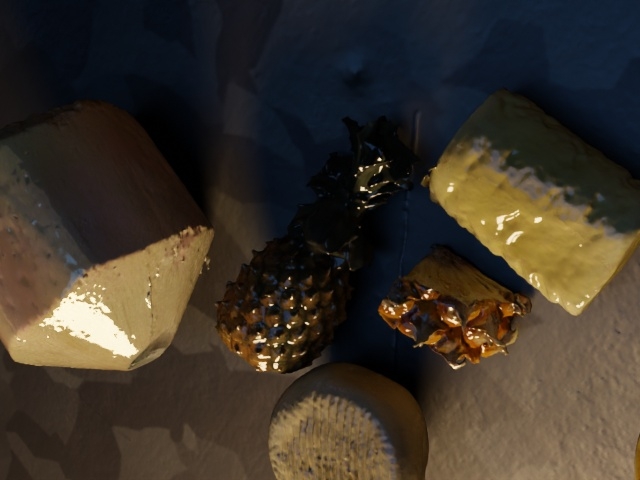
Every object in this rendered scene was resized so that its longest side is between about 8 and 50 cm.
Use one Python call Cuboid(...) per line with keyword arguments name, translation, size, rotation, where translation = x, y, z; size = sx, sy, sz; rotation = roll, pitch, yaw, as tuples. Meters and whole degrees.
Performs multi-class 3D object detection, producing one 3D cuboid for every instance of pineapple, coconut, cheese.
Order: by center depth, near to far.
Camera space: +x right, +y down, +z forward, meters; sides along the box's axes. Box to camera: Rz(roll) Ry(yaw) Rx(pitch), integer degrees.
Cuboid(name="cheese", translation=(0.177, -0.032, 0.904), size=(0.167, 0.094, 0.123), rotation=(41, 117, 16))
Cuboid(name="pineapple", translation=(0.108, 0.048, 0.970), size=(0.069, 0.137, 0.116), rotation=(-56, 33, 25))
Cuboid(name="pineapple", translation=(0.000, 0.000, 1.017), size=(0.125, 0.125, 0.251), rotation=(39, 113, 18))
Cuboid(name="coconut", translation=(-0.224, 0.011, 1.079), size=(0.239, 0.239, 0.244), rotation=(-35, 83, 32))

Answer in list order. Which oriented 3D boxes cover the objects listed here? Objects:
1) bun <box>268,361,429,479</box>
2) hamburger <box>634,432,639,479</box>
Cuboid(name="bun", translation=(0.036, 0.197, 1.034), size=(0.166, 0.113, 0.173), rotation=(33, 118, 29))
Cuboid(name="hamburger", translation=(0.359, 0.137, 0.808), size=(0.227, 0.151, 0.295), rotation=(47, 127, 33))
